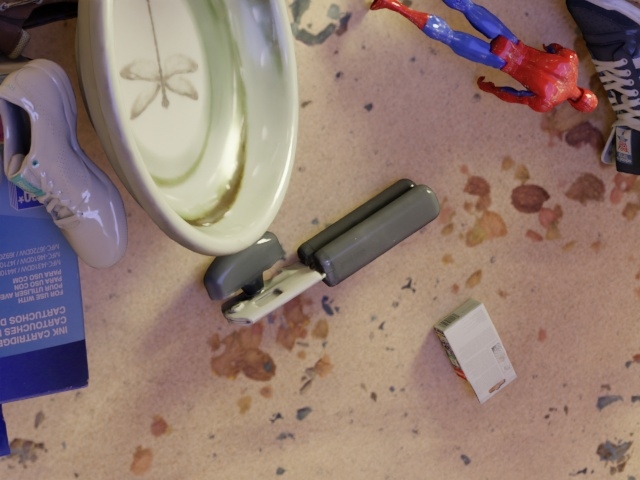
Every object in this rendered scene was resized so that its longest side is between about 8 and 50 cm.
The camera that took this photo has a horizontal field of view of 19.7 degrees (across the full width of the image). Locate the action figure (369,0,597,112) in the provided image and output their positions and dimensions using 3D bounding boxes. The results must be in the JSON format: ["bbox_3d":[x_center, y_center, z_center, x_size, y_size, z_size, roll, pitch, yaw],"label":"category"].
[{"bbox_3d":[0.191,-0.225,2.112,0.280,0.139,0.091,31,90,-7],"label":"action figure"}]

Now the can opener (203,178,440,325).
[{"bbox_3d":[0.000,0.000,2.066,0.283,0.076,0.095,-33,115,-17],"label":"can opener"}]

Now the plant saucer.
[{"bbox_3d":[-0.151,-0.180,1.861,0.400,0.100,0.401,-5,90,-65],"label":"plant saucer"}]

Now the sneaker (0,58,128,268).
[{"bbox_3d":[-0.256,-0.059,1.741,0.094,0.080,0.212,-43,116,-55],"label":"sneaker"}]

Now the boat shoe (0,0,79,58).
[{"bbox_3d":[-0.318,-0.225,1.808,0.257,0.095,0.095,-26,88,-30],"label":"boat shoe"}]

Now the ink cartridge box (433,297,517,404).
[{"bbox_3d":[0.187,0.134,2.219,0.063,0.029,0.115,-35,116,-16],"label":"ink cartridge box"}]

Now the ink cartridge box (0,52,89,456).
[{"bbox_3d":[-0.386,0.027,1.840,0.270,0.151,0.396,-11,108,-24],"label":"ink cartridge box"}]

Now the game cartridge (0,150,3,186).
[{"bbox_3d":[-0.423,0.016,1.705,0.196,0.060,0.294,27,91,-31],"label":"game cartridge"}]

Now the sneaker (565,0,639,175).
[{"bbox_3d":[0.366,-0.178,2.195,0.282,0.099,0.153,36,83,-32],"label":"sneaker"}]
